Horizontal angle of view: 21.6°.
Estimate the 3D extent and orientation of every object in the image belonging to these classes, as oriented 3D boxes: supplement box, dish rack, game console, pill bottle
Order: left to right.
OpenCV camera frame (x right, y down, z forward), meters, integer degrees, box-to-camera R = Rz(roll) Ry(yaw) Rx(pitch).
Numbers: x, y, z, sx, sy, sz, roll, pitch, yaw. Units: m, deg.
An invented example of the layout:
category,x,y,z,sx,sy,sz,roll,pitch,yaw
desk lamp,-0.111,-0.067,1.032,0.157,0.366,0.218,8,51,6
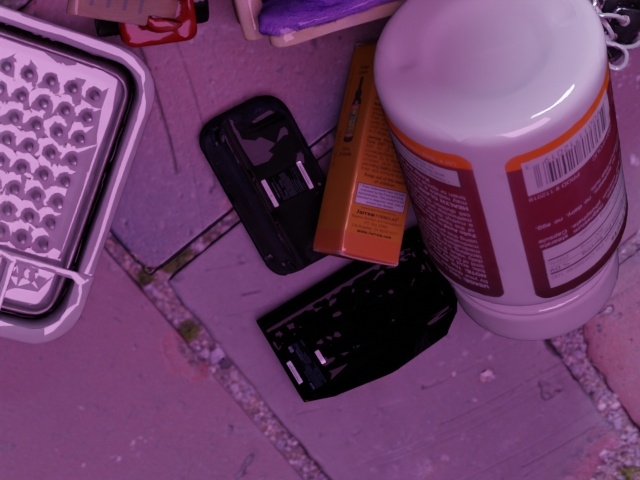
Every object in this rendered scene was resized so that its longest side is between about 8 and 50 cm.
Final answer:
category,x,y,z,sx,sy,sz,roll,pitch,yaw
dish rack,-0.348,-0.079,1.749,0.285,0.072,0.333,18,101,-16
game console,0.000,0.000,1.870,0.213,0.044,0.361,-30,111,-5
supplement box,0.059,-0.093,1.805,0.080,0.078,0.233,10,89,-24
pill bottle,0.197,-0.074,1.719,0.224,0.224,0.392,-27,144,-4

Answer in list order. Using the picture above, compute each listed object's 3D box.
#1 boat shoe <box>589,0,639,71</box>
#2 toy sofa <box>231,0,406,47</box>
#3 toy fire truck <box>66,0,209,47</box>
category,x,y,z,sx,sy,sz,roll,pitch,yaw
boat shoe,0.289,-0.234,1.744,0.113,0.306,0.105,37,50,-9
toy sofa,0.075,-0.323,1.723,0.362,0.177,0.150,-16,109,-7
toy fire truck,-0.183,-0.291,1.628,0.158,0.246,0.217,-9,104,-11
